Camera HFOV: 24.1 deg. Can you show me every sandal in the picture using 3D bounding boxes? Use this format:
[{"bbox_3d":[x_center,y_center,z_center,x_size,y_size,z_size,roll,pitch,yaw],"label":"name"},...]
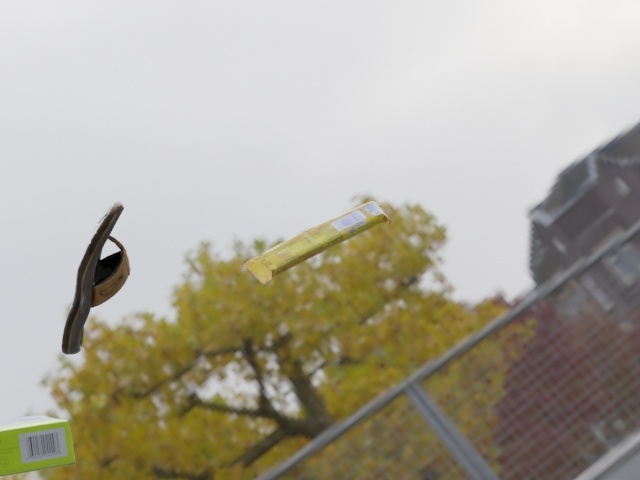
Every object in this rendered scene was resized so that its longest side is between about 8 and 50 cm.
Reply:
[{"bbox_3d":[-0.261,0.048,1.790,0.090,0.060,0.219,-87,15,-65],"label":"sandal"}]

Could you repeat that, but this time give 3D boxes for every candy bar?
[{"bbox_3d":[0.000,0.000,1.534,0.161,0.040,0.018,-26,-49,-20],"label":"candy bar"}]

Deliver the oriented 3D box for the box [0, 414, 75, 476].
[{"bbox_3d":[-0.279,0.179,1.292,0.109,0.042,0.178,-7,-3,-19],"label":"box"}]
